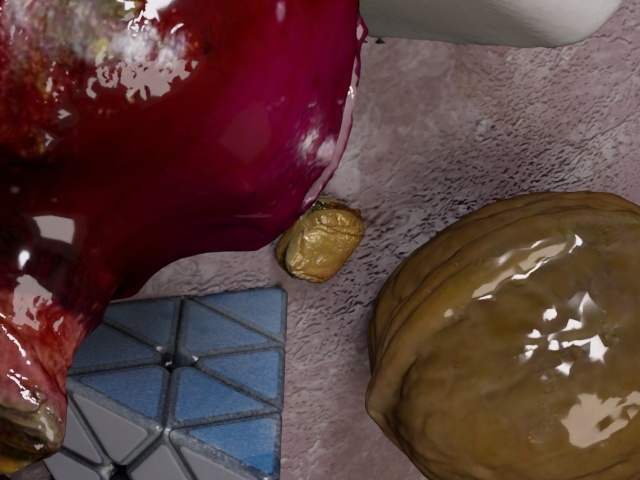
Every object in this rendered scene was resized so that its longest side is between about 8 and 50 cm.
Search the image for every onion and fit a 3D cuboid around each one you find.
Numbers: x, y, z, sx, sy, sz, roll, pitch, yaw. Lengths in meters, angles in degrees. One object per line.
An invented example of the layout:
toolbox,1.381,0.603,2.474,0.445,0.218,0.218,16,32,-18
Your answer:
onion,-0.181,-0.059,1.306,0.398,0.398,0.420,21,82,-44

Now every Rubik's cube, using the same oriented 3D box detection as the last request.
Rubik's cube,-0.132,0.158,1.689,0.228,0.229,0.233,-22,160,11

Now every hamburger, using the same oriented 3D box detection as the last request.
hamburger,0.000,0.000,1.760,0.076,0.044,0.083,20,111,-41

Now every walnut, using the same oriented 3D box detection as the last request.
walnut,0.199,0.103,1.795,0.332,0.333,0.333,-19,134,-21

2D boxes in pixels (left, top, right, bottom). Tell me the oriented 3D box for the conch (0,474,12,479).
conch,-0.333,0.326,1.733,0.275,0.183,0.149,-30,171,-7

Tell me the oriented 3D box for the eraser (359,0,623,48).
eraser,0.085,-0.305,1.437,0.331,0.331,0.150,-49,135,11
